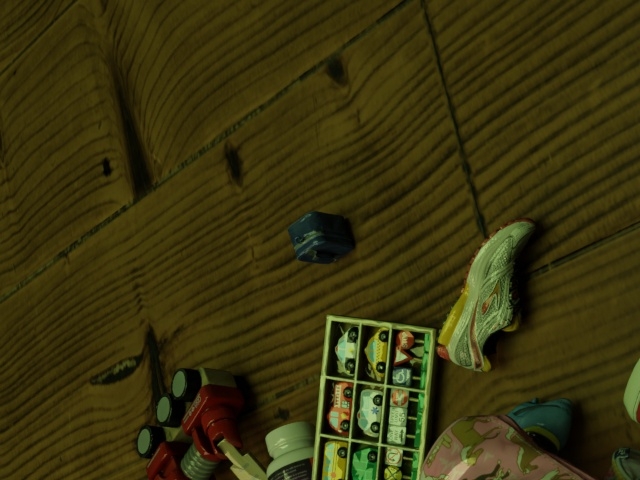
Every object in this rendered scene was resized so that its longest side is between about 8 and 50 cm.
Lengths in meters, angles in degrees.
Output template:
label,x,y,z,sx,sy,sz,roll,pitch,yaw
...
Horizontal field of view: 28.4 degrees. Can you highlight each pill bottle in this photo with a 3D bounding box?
label,x,y,z,sx,sy,sz,roll,pitch,yaw
pill bottle,-0.020,0.380,1.926,0.108,0.108,0.194,-40,58,38

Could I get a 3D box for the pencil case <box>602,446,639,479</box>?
label,x,y,z,sx,sy,sz,roll,pitch,yaw
pencil case,0.344,0.383,1.506,0.113,0.124,0.273,27,112,9

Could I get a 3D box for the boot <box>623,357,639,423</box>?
label,x,y,z,sx,sy,sz,roll,pitch,yaw
boot,0.466,0.160,1.425,0.244,0.088,0.176,-55,51,24

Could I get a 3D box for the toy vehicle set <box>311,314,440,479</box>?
label,x,y,z,sx,sy,sz,roll,pitch,yaw
toy vehicle set,0.080,0.248,1.827,0.165,0.035,0.267,5,90,20

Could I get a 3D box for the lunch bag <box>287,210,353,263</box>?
label,x,y,z,sx,sy,sz,roll,pitch,yaw
lunch bag,0.000,0.000,1.952,0.067,0.098,0.065,-36,63,34

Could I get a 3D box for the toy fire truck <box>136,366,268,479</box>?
label,x,y,z,sx,sy,sz,roll,pitch,yaw
toy fire truck,-0.173,0.364,2.093,0.217,0.158,0.246,-57,38,27

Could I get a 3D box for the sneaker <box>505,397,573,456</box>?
label,x,y,z,sx,sy,sz,roll,pitch,yaw
sneaker,0.260,0.258,1.670,0.082,0.069,0.209,-55,11,-33

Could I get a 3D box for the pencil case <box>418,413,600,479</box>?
label,x,y,z,sx,sy,sz,roll,pitch,yaw
pencil case,0.262,0.323,1.394,0.386,0.167,0.160,26,144,58

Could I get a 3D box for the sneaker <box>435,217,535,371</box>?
label,x,y,z,sx,sy,sz,roll,pitch,yaw
sneaker,0.241,0.073,1.700,0.092,0.088,0.225,28,108,25
